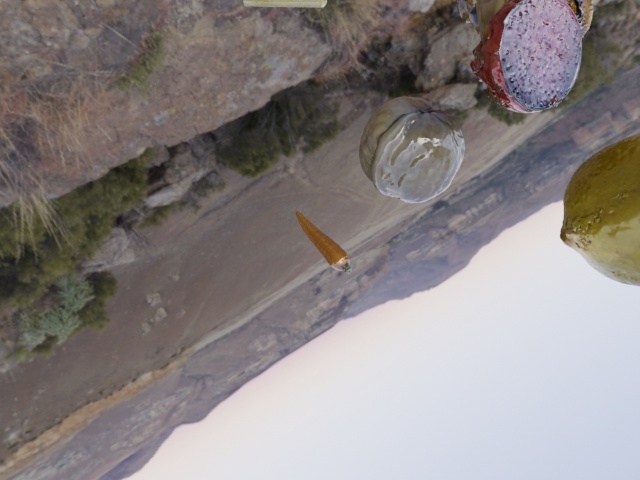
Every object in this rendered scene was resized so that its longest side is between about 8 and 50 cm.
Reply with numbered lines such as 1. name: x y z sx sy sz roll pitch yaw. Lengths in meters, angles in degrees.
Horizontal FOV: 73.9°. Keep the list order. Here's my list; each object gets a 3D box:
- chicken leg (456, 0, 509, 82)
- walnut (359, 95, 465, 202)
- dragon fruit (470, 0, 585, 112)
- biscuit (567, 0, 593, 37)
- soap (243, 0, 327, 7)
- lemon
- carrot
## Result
1. chicken leg: 0.479 -0.592 1.172 0.182 0.295 0.409 -40 159 0
2. walnut: 0.211 -0.211 1.013 0.248 0.248 0.248 -31 171 -5
3. dragon fruit: 0.381 -0.359 0.836 0.218 0.224 0.148 0 -172 -23
4. biscuit: 0.655 -0.665 1.198 0.035 0.254 0.254 -36 171 1
5. soap: -0.107 -0.728 1.228 0.092 0.251 0.037 84 18 -47
6. lemon: 0.565 -0.057 0.703 0.257 0.258 0.310 -22 172 -48
7. carrot: 0.000 0.000 1.440 0.069 0.336 0.069 -27 143 -23
